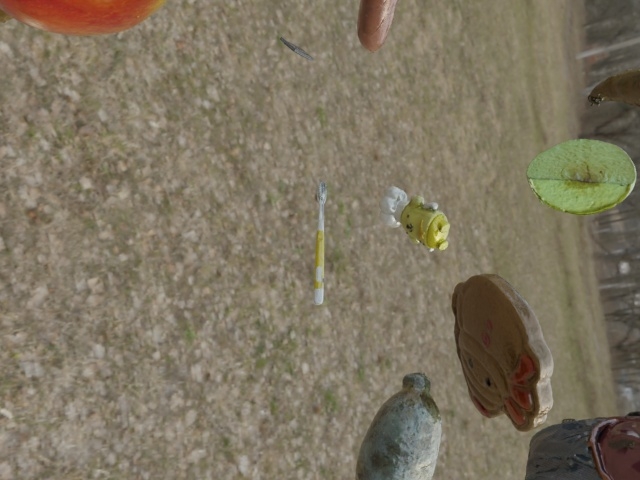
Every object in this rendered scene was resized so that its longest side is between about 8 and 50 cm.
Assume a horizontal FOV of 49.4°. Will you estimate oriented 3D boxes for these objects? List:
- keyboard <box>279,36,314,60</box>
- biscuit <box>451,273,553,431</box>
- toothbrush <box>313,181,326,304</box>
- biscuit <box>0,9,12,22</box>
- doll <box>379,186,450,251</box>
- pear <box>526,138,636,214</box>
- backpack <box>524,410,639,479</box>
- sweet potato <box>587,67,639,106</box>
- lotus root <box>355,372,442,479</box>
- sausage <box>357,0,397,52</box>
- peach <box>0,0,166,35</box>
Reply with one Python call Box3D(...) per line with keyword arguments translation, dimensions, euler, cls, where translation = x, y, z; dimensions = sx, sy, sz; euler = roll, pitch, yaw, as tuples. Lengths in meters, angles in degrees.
Box3D(translation=(-0.057, -0.466, 1.700), dimensions=(0.053, 0.010, 0.155), euler=(42, 15, 9), cls="keyboard")
Box3D(translation=(0.410, 0.270, 1.622), dimensions=(0.359, 0.074, 0.381), euler=(-125, -149, -52), cls="biscuit")
Box3D(translation=(0.000, 0.000, 1.448), dimensions=(0.024, 0.021, 0.288), euler=(92, 0, -60), cls="toothbrush")
Box3D(translation=(-0.545, -0.539, 1.254), dimensions=(0.064, 0.432, 0.283), euler=(23, 73, -58), cls="biscuit")
Box3D(translation=(0.172, -0.041, 1.291), dimensions=(0.062, 0.162, 0.106), euler=(-26, 132, -31), cls="doll")
Box3D(translation=(0.757, -0.193, 2.018), dimensions=(0.139, 0.288, 0.239), euler=(72, 32, -44), cls="pear")
Box3D(translation=(0.472, 0.324, 0.914), dimensions=(0.283, 0.317, 0.197), euler=(37, 46, -19), cls="backpack")
Box3D(translation=(0.658, -0.251, 1.264), dimensions=(0.130, 0.130, 0.423), euler=(58, -5, -34), cls="sweet potato")
Box3D(translation=(0.182, 0.471, 1.581), dimensions=(0.175, 0.175, 0.350), euler=(9, 97, -63), cls="lotus root")
Box3D(translation=(0.130, -0.545, 1.339), dimensions=(0.433, 0.088, 0.088), euler=(99, 3, -46), cls="sausage")
Box3D(translation=(-0.337, -0.459, 0.940), dimensions=(0.370, 0.370, 0.370), euler=(40, 43, -52), cls="peach")
